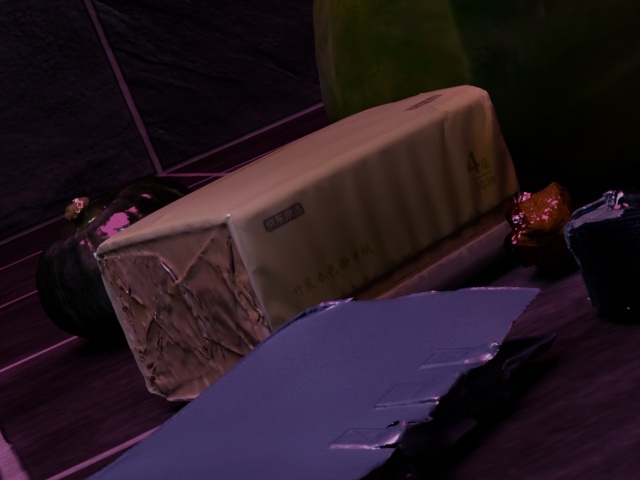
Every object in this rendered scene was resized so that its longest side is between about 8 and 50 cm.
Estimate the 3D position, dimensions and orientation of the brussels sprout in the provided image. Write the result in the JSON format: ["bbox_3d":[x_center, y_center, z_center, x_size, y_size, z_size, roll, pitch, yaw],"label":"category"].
[{"bbox_3d":[0.174,-0.176,1.126,0.355,0.289,0.281,1,-6,-6],"label":"brussels sprout"}]

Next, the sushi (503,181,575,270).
[{"bbox_3d":[0.134,-0.006,0.923,0.047,0.050,0.099,-15,5,10],"label":"sushi"}]

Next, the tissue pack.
[{"bbox_3d":[0.000,0.000,0.970,0.234,0.125,0.159,-28,10,-37],"label":"tissue pack"}]

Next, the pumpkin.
[{"bbox_3d":[-0.169,0.015,1.314,0.167,0.125,0.167,-13,16,4],"label":"pumpkin"}]

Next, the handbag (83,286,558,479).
[{"bbox_3d":[0.006,0.084,0.698,0.144,0.057,0.221,-10,14,37],"label":"handbag"}]

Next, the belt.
[{"bbox_3d":[0.186,-0.005,0.761,0.105,0.058,0.140,-24,8,-34],"label":"belt"}]
